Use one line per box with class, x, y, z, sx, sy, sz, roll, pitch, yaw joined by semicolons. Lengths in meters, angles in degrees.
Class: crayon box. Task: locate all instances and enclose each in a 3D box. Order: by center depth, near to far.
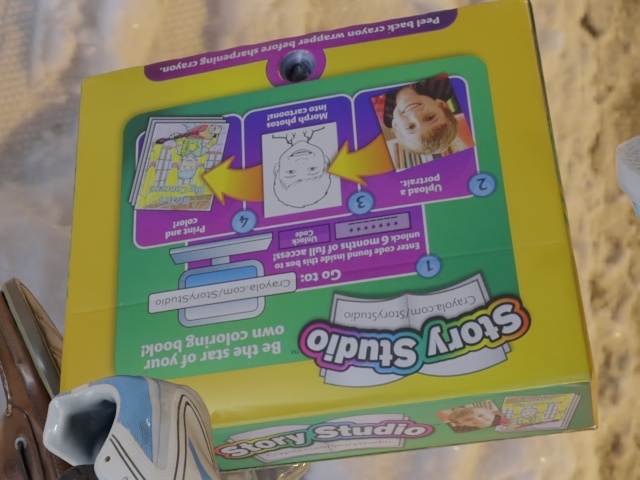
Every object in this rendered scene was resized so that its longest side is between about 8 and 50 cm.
crayon box;0.000;0.000;0.874;0.106;0.362;0.313;63;21;-60

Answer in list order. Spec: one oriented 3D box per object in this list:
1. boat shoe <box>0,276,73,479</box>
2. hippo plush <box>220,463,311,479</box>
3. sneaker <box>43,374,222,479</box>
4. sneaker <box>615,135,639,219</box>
boat shoe;-0.233;0.178;0.984;0.104;0.307;0.111;-28;159;-1
hippo plush;-0.155;0.224;1.147;0.234;0.236;0.294;6;63;-54
sneaker;-0.067;0.135;0.507;0.086;0.237;0.085;0;112;-24
sneaker;0.393;-0.007;1.256;0.366;0.135;0.150;-80;167;-66
